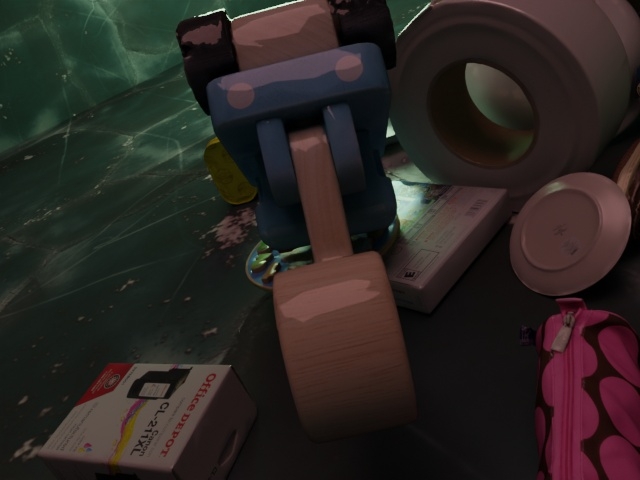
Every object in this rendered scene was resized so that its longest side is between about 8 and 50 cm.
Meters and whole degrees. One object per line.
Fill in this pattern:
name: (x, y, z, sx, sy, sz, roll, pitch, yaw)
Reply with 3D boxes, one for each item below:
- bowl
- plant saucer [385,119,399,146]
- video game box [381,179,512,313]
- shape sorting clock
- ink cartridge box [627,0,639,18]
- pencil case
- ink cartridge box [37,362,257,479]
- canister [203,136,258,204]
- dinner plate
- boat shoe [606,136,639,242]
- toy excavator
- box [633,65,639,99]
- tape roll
bowl: (0.321, -0.273, 0.840, 0.298, 0.134, 0.297, -11, 62, 21)
plant saucer: (0.121, -0.217, 1.103, 0.195, 0.037, 0.195, -16, 31, 10)
video game box: (0.114, -0.003, 0.756, 0.187, 0.048, 0.205, 14, 46, 44)
shape sorting clock: (0.000, 0.000, 0.744, 0.206, 0.040, 0.206, -18, 30, 11)
ink cartridge box: (0.529, -0.539, 1.249, 0.270, 0.151, 0.395, -18, 32, 8)
pencil case: (0.193, 0.142, 0.424, 0.095, 0.098, 0.209, -7, 34, 24)
ink cartridge box: (-0.172, 0.195, 0.600, 0.175, 0.072, 0.127, -6, 33, 26)
canister: (-0.152, -0.163, 1.110, 0.073, 0.126, 0.170, -14, 29, 15)
dinner plate: (0.258, -0.010, 0.624, 0.141, 0.017, 0.141, -34, 46, 43)
boat shoe: (0.405, -0.080, 0.649, 0.095, 0.095, 0.257, 19, 49, 41)
toy excavator: (0.003, -0.054, 0.606, 0.223, 0.444, 0.433, -14, -10, 1)
box: (0.554, -0.219, 0.761, 0.233, 0.044, 0.159, -19, 26, -27)
tape roll: (0.221, -0.179, 0.732, 0.286, 0.286, 0.100, 12, 45, 44)
